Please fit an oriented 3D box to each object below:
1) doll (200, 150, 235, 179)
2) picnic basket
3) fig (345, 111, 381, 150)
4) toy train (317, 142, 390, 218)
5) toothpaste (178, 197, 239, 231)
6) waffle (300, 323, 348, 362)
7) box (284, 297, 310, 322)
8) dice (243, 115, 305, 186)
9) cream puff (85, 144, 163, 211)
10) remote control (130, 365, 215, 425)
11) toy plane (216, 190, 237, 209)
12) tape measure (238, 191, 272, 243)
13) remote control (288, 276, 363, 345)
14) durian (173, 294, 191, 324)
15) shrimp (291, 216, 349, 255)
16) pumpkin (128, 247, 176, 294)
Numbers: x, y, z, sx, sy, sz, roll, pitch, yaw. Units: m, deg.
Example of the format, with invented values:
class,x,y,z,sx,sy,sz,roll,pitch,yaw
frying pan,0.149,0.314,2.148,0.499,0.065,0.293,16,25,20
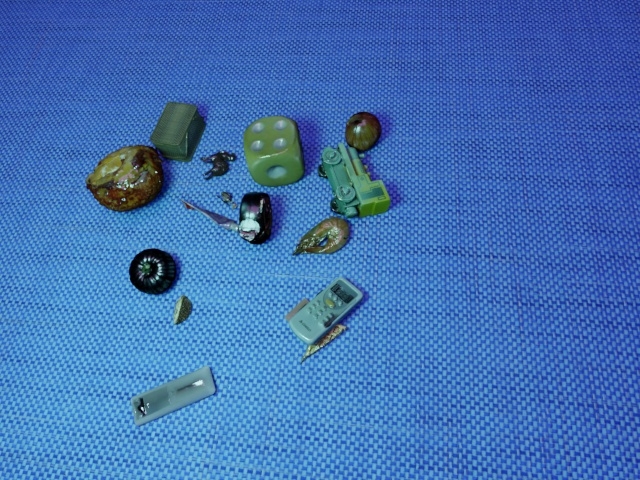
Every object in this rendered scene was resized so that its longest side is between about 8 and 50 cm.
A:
class,x,y,z,sx,sy,sz,roll,pitch,yaw
doll,-0.474,-0.359,1.982,0.165,0.057,0.138,-15,62,-6
picnic basket,-0.674,-0.515,2.024,0.166,0.139,0.266,11,68,10
fig,0.185,-0.511,1.902,0.175,0.207,0.174,-7,59,12
toy train,0.131,-0.269,1.837,0.238,0.150,0.368,-13,65,-10
toothpaste,-0.484,-0.109,1.862,0.301,0.075,0.048,24,93,13
waffle,0.015,0.396,1.606,0.125,0.032,0.190,19,71,11
box,-0.085,0.279,1.668,0.115,0.025,0.048,-42,64,-13
dice,-0.200,-0.392,1.876,0.239,0.226,0.233,-10,63,3
cream puff,-0.836,-0.263,1.876,0.351,0.228,0.350,-15,46,17
remote control,-0.547,0.568,1.566,0.313,0.055,0.109,-22,65,-4
toy plane,-0.416,-0.185,1.909,0.121,0.031,0.049,37,79,22
tape measure,-0.264,-0.093,1.759,0.135,0.202,0.222,4,81,5
remote control,0.019,0.264,1.621,0.296,0.056,0.140,-38,57,-22
durian,-0.555,0.279,1.716,0.066,0.052,0.130,-18,54,40
shrimp,0.000,0.000,1.771,0.267,0.061,0.145,-27,75,-9
pumpkin,-0.686,0.127,1.737,0.194,0.150,0.194,-8,76,34
